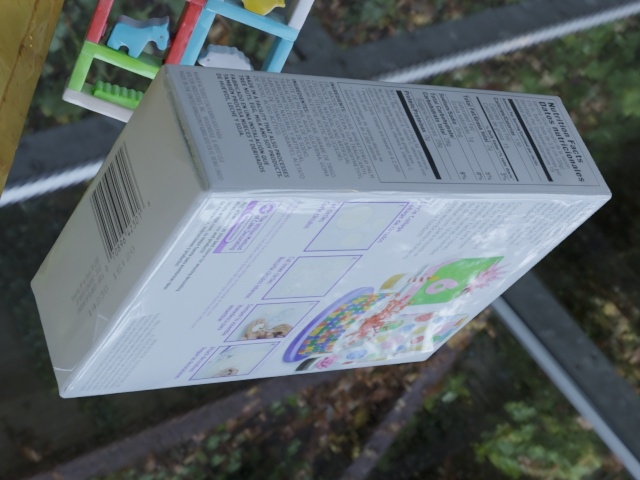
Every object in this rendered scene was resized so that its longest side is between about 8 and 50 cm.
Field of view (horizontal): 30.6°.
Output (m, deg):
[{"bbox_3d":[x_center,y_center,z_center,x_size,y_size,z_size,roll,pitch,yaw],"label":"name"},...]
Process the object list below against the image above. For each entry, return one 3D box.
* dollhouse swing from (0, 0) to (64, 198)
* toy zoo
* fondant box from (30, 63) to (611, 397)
[{"bbox_3d":[-0.317,-0.116,0.618,0.315,0.347,0.305,-7,144,22],"label":"dollhouse swing"},{"bbox_3d":[-0.111,-0.232,1.132,0.192,0.030,0.293,18,118,-17],"label":"toy zoo"},{"bbox_3d":[0.000,0.000,0.806,0.330,0.096,0.238,0,147,-36],"label":"fondant box"}]
